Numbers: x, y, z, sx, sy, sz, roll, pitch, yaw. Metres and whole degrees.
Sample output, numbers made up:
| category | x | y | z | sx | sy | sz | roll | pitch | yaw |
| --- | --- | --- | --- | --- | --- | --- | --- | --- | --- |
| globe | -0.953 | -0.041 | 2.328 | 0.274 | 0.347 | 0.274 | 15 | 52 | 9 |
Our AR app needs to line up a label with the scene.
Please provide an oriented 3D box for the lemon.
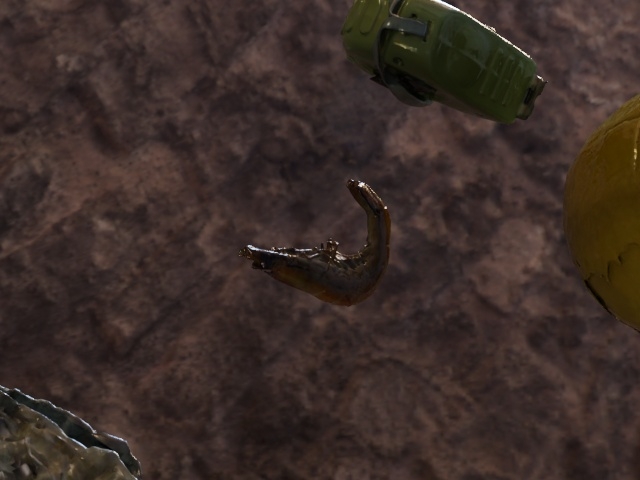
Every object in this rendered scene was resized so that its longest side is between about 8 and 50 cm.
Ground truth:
| category | x | y | z | sx | sy | sz | roll | pitch | yaw |
| --- | --- | --- | --- | --- | --- | --- | --- | --- | --- |
| lemon | 0.387 | -0.028 | 1.051 | 0.297 | 0.297 | 0.297 | 15 | -112 | -42 |

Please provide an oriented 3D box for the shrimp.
| category | x | y | z | sx | sy | sz | roll | pitch | yaw |
| --- | --- | --- | --- | --- | --- | --- | --- | --- | --- |
| shrimp | 0.000 | 0.000 | 0.742 | 0.127 | 0.025 | 0.090 | 7 | -83 | -39 |

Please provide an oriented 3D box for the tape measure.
| category | x | y | z | sx | sy | sz | roll | pitch | yaw |
| --- | --- | --- | --- | --- | --- | --- | --- | --- | --- |
| tape measure | 0.108 | -0.196 | 1.131 | 0.200 | 0.175 | 0.106 | 19 | -87 | -40 |

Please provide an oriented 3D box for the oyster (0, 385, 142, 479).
| category | x | y | z | sx | sy | sz | roll | pitch | yaw |
| --- | --- | --- | --- | --- | --- | --- | --- | --- | --- |
| oyster | -0.235 | 0.186 | 0.701 | 0.112 | 0.268 | 0.198 | 34 | -114 | -80 |
